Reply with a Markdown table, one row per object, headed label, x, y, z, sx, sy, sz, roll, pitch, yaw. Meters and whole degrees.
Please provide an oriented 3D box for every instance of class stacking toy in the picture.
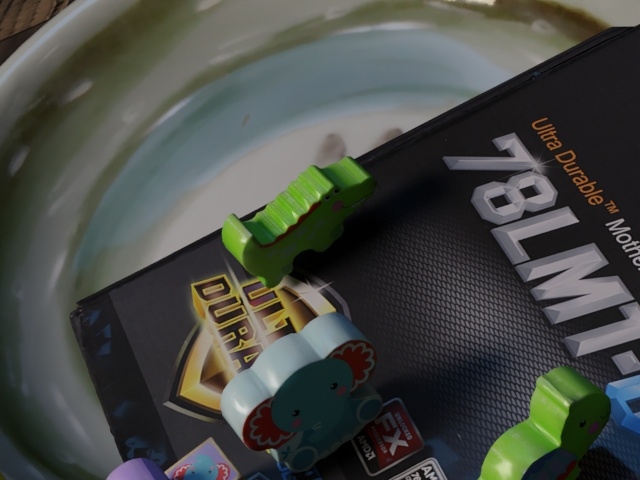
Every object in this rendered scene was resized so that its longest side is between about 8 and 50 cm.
| label | x | y | z | sx | sy | sz | roll | pitch | yaw |
| --- | --- | --- | --- | --- | --- | --- | --- | --- | --- |
| stacking toy | -0.036 | 0.071 | 0.650 | 0.221 | 0.052 | 0.167 | -37 | 45 | -9 |

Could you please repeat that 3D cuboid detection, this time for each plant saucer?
| label | x | y | z | sx | sy | sz | roll | pitch | yaw |
| --- | --- | --- | --- | --- | --- | --- | --- | --- | --- |
| plant saucer | 0.000 | 0.000 | 0.902 | 0.400 | 0.100 | 0.400 | -13 | 46 | 13 |

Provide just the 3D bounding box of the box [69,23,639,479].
| label | x | y | z | sx | sy | sz | roll | pitch | yaw |
| --- | --- | --- | --- | --- | --- | --- | --- | --- | --- |
| box | 0.088 | 0.066 | 0.682 | 0.293 | 0.073 | 0.295 | -28 | 44 | 1 |
